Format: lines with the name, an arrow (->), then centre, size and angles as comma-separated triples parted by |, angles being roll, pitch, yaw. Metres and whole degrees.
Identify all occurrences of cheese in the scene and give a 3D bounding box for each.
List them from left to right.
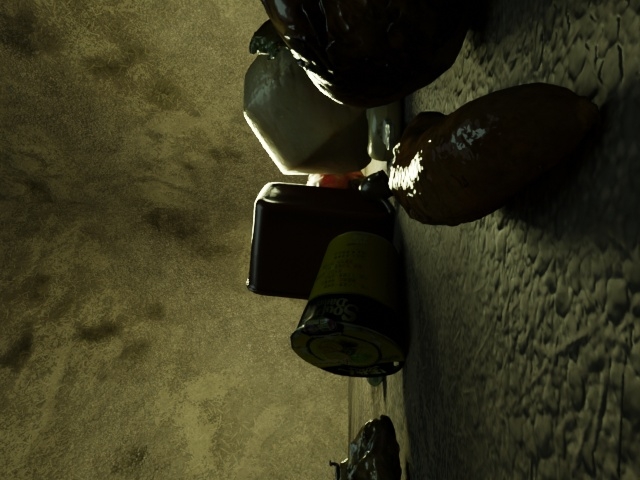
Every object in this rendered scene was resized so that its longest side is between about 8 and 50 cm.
cheese -> 0.138, -0.257, 1.062 | 0.249, 0.070, 0.164 | -21, -68, -89

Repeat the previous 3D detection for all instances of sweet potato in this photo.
sweet potato -> 0.113, -0.065, 0.437 | 0.114, 0.092, 0.341 | -62, 4, 10

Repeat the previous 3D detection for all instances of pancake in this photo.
pancake -> 0.014, -0.560, 1.168 | 0.305, 0.426, 0.067 | -109, -7, -55

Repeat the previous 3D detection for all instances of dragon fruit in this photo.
dragon fruit -> 0.049, -0.094, 1.486 | 0.291, 0.249, 0.269 | -52, -30, -62

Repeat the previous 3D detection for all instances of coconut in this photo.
coconut -> -0.005, -0.356, 1.363 | 0.345, 0.414, 0.416 | -51, -30, -49

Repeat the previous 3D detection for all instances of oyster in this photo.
oyster -> 0.072, 0.452, 0.784 | 0.198, 0.132, 0.337 | 88, -173, -52

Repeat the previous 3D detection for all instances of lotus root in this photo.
lotus root -> 0.058, -0.273, 0.532 | 0.272, 0.271, 0.192 | 91, 171, -52

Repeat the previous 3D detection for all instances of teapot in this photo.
teapot -> 0.132, -0.106, 1.122 | 0.085, 0.080, 0.111 | 33, -140, -55

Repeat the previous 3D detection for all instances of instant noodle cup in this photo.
instant noodle cup -> 0.065, 0.116, 0.960 | 0.216, 0.215, 0.236 | 91, -171, -53

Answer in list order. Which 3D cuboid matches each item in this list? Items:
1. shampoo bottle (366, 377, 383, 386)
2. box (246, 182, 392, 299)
shampoo bottle -> 0.132, 0.266, 1.244 | 0.191, 0.041, 0.069 | -85, -7, -54
box -> 0.000, 0.000, 1.241 | 0.239, 0.338, 0.230 | -84, -1, -70
